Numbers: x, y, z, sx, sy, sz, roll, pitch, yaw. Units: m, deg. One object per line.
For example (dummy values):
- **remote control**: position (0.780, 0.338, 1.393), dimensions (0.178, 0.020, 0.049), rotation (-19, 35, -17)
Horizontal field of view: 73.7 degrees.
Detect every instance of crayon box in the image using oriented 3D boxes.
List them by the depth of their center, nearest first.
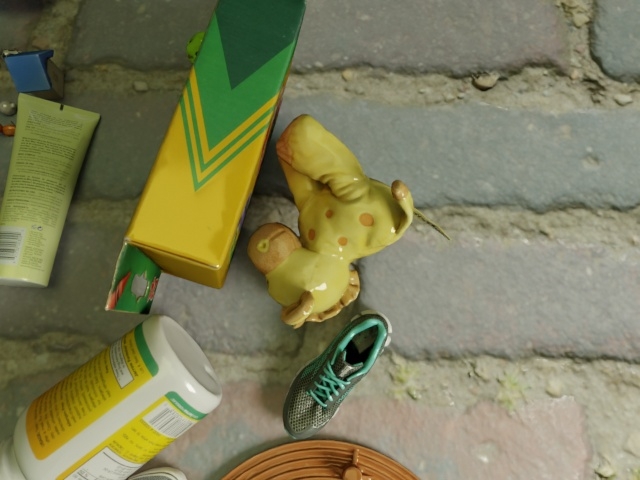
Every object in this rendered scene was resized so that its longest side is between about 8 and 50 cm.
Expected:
- **crayon box**: position (-0.107, -0.070, 0.446), dimensions (0.081, 0.202, 0.319), rotation (18, 77, -9)

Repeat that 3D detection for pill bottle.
- **pill bottle**: position (-0.216, 0.180, 0.428), dimensions (0.208, 0.117, 0.118), rotation (-37, 78, -9)

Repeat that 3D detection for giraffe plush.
- **giraffe plush**: position (0.000, 0.000, 0.456), dimensions (0.210, 0.181, 0.170), rotation (40, 91, 27)

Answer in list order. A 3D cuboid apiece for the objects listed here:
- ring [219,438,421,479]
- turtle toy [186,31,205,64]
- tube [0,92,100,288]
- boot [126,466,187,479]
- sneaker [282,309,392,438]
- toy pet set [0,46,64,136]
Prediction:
- **ring**: position (0.001, 0.380, 0.420), dimensions (0.336, 0.032, 0.337), rotation (0, 75, 1)
- **turtle toy**: position (-0.113, -0.262, 0.569), dimensions (0.130, 0.066, 0.095), rotation (-26, 77, -6)
- **tube**: position (-0.342, -0.064, 0.525), dimensions (0.062, 0.070, 0.240), rotation (-4, 73, 22)
- **boot**: position (-0.227, 0.293, 0.414), dimensions (0.190, 0.086, 0.069), rotation (-27, 77, -7)
- **sneaker**: position (0.016, 0.139, 0.459), dimensions (0.065, 0.076, 0.166), rotation (37, 79, 10)
- **toy pet set**: position (-0.405, -0.207, 0.556), dimensions (0.114, 0.065, 0.122), rotation (-6, 76, -1)
